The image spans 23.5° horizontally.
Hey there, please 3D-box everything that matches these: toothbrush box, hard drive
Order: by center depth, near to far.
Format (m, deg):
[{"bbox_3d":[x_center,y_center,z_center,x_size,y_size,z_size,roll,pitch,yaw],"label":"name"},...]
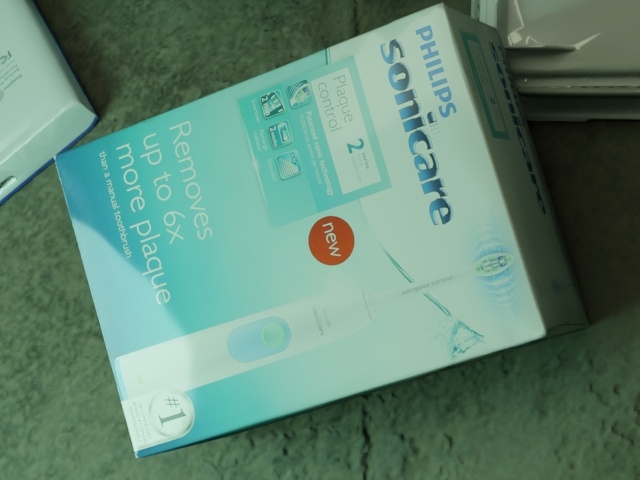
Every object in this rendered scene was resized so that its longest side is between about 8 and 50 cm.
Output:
[{"bbox_3d":[0.000,0.000,1.023,0.295,0.126,0.216,-18,83,21],"label":"toothbrush box"},{"bbox_3d":[-0.342,-0.153,1.394,0.210,0.040,0.319,-39,54,8],"label":"hard drive"}]

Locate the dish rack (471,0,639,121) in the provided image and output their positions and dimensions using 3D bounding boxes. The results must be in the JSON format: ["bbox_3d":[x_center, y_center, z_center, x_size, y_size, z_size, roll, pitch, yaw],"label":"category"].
[{"bbox_3d":[0.240,-0.222,1.005,0.333,0.072,0.285,3,92,30],"label":"dish rack"}]
